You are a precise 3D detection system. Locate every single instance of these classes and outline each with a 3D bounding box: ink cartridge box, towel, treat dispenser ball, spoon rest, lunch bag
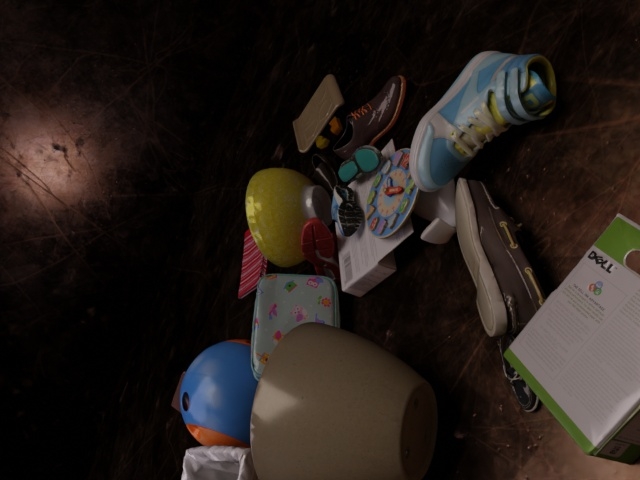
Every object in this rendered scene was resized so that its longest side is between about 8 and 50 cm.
[{"bbox_3d":[0.391,0.125,0.690,0.255,0.097,0.189,-58,30,18],"label":"ink cartridge box"},{"bbox_3d":[-0.241,0.054,1.937,0.199,0.031,0.275,-36,43,48],"label":"towel"},{"bbox_3d":[-0.219,0.403,1.393,0.288,0.288,0.288,-39,41,44],"label":"treat dispenser ball"},{"bbox_3d":[0.136,-0.053,1.291,0.261,0.066,0.296,-44,38,39],"label":"ink cartridge box"},{"bbox_3d":[0.240,-0.082,1.133,0.137,0.084,0.276,-50,20,30],"label":"spoon rest"},{"bbox_3d":[-0.053,0.223,1.302,0.108,0.224,0.279,97,174,-60],"label":"lunch bag"}]

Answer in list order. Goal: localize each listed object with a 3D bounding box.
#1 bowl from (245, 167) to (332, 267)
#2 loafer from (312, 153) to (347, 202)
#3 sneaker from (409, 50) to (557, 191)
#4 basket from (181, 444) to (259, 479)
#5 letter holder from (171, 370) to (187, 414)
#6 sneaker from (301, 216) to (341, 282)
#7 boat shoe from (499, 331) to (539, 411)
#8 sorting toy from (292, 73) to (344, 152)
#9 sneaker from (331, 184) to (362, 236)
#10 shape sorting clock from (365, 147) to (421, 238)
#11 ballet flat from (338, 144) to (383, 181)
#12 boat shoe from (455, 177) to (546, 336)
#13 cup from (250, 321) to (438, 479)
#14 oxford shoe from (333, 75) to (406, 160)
[{"bbox_3d":[-0.059,-0.078,1.482,0.156,0.289,0.290,-13,58,29],"label":"bowl"},{"bbox_3d":[0.015,-0.184,1.579,0.080,0.078,0.220,-56,31,25],"label":"loafer"},{"bbox_3d":[0.307,-0.222,0.991,0.319,0.127,0.208,-59,29,-2],"label":"sneaker"},{"bbox_3d":[-0.146,0.630,1.144,0.328,0.266,0.331,-29,47,51],"label":"basket"},{"bbox_3d":[-0.339,0.471,1.719,0.302,0.152,0.215,-7,64,60],"label":"letter holder"},{"bbox_3d":[0.000,0.000,1.380,0.128,0.087,0.221,-94,-8,-47],"label":"sneaker"},{"bbox_3d":[0.310,0.204,0.842,0.046,0.038,0.125,-36,43,47],"label":"boat shoe"},{"bbox_3d":[0.002,-0.399,1.792,0.229,0.041,0.307,-47,35,29],"label":"sorting toy"},{"bbox_3d":[0.061,-0.063,1.320,0.162,0.063,0.073,-95,19,-46],"label":"sneaker"},{"bbox_3d":[0.155,-0.104,1.167,0.206,0.040,0.206,-46,33,41],"label":"shape sorting clock"},{"bbox_3d":[0.108,-0.193,1.289,0.188,0.070,0.070,-15,59,62],"label":"ballet flat"},{"bbox_3d":[0.302,0.014,0.920,0.117,0.096,0.324,79,-174,-48],"label":"boat shoe"},{"bbox_3d":[0.070,0.323,0.959,0.236,0.331,0.331,0,71,33],"label":"cup"},{"bbox_3d":[0.133,-0.329,1.439,0.271,0.098,0.097,-58,30,21],"label":"oxford shoe"}]
